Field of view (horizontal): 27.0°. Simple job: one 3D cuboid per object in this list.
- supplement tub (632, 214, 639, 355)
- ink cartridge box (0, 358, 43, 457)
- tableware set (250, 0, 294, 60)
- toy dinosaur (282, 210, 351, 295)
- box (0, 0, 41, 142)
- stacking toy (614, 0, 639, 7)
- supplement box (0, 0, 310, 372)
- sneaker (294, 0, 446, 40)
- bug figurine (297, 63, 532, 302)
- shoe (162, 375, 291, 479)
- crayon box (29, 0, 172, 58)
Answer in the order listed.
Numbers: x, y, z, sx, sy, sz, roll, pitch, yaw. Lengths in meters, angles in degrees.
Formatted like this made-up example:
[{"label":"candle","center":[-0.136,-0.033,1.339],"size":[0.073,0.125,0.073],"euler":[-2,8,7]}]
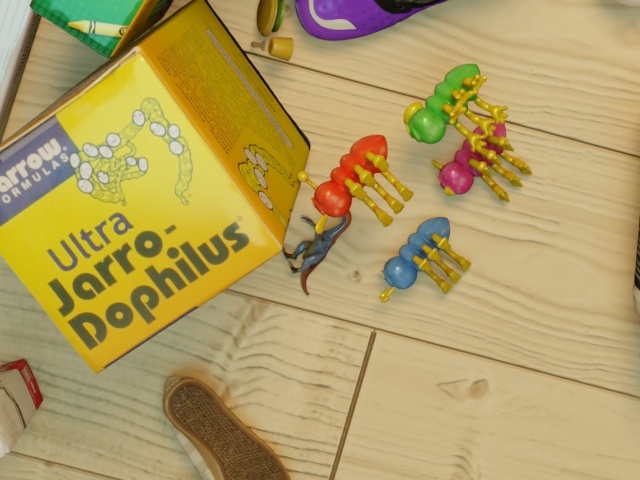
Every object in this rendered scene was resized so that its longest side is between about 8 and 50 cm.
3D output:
[{"label":"supplement tub","center":[0.398,-0.008,1.267],"size":[0.191,0.191,0.272],"euler":[2,107,3]},{"label":"ink cartridge box","center":[-0.360,0.184,1.396],"size":[0.099,0.135,0.056],"euler":[-17,105,8]},{"label":"tableware set","center":[-0.029,-0.249,1.265],"size":[0.024,0.104,0.154],"euler":[7,101,-23]},{"label":"toy dinosaur","center":[0.000,0.000,1.382],"size":[0.082,0.047,0.090],"euler":[-27,137,2]},{"label":"box","center":[-0.349,-0.126,1.339],"size":[0.067,0.063,0.324],"euler":[20,107,-4]},{"label":"stacking toy","center":[0.336,-0.414,1.123],"size":[0.350,0.351,0.480],"euler":[19,127,-3]},{"label":"supplement box","center":[-0.148,-0.068,1.193],"size":[0.194,0.356,0.195],"euler":[-34,102,13]},{"label":"sneaker","center":[0.106,-0.267,1.226],"size":[0.293,0.146,0.102],"euler":[-24,104,10]},{"label":"bug figurine","center":[0.097,-0.056,1.279],"size":[0.216,0.279,0.072],"euler":[-47,58,-2]},{"label":"shoe","center":[-0.100,0.230,1.444],"size":[0.076,0.058,0.219],"euler":[-39,108,-18]},{"label":"crayon box","center":[-0.150,-0.269,1.172],"size":[0.081,0.278,0.165],"euler":[32,106,-7]}]
